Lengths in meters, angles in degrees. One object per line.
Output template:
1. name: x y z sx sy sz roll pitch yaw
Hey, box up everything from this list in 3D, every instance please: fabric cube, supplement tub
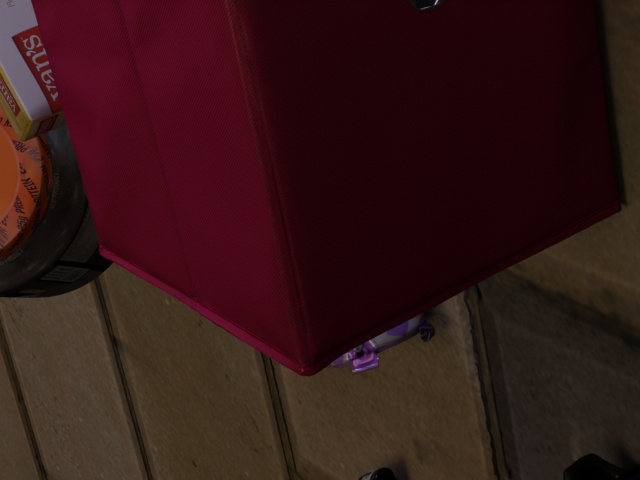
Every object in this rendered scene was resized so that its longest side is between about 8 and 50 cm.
1. fabric cube: -0.002 -0.115 1.140 0.259 0.254 0.258 25 134 50
2. supplement tub: -0.276 -0.047 1.618 0.193 0.193 0.316 61 -177 5

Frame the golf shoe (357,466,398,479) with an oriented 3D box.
1. golf shoe: 0.080 0.271 1.529 0.186 0.067 0.086 53 149 21

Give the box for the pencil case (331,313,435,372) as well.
1. pencil case: 0.000 0.000 1.398 0.086 0.088 0.206 -26 95 30

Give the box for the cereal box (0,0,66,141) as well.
1. cereal box: -0.146 -0.192 1.340 0.173 0.240 0.047 60 153 6

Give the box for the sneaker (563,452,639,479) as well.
1. sneaker: 0.232 0.192 1.179 0.232 0.081 0.090 3 123 61
